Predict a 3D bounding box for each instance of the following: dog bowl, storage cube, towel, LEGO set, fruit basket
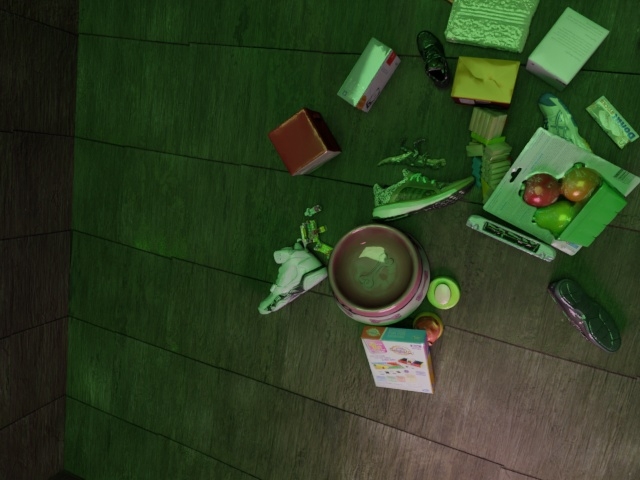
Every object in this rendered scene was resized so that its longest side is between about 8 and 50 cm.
[{"bbox_3d":[0.209,0.115,1.729,0.407,0.150,0.408,-4,74,15],"label":"dog bowl"},{"bbox_3d":[-0.061,-0.389,1.819,0.215,0.183,0.193,-31,87,21],"label":"storage cube"},{"bbox_3d":[0.589,-0.770,1.579,0.282,0.049,0.187,17,104,13],"label":"towel"},{"bbox_3d":[0.000,0.000,1.893,0.132,0.107,0.287,-32,86,22],"label":"LEGO set"},{"bbox_3d":[0.787,-0.156,1.510,0.353,0.165,0.327,31,122,10],"label":"fruit basket"}]

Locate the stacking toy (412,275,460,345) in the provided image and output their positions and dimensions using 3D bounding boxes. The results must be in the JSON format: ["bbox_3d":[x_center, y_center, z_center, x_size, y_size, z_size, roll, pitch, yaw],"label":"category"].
[{"bbox_3d":[0.379,0.236,1.769,0.309,0.130,0.280,37,109,12],"label":"stacking toy"}]

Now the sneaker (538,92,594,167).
[{"bbox_3d":[0.798,-0.351,1.532,0.131,0.112,0.296,-30,86,23],"label":"sneaker"}]

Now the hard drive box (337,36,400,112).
[{"bbox_3d":[0.184,-0.611,1.694,0.089,0.181,0.232,38,110,12],"label":"hard drive box"}]

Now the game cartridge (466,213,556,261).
[{"bbox_3d":[0.660,-0.018,1.586,0.297,0.198,0.062,26,107,16],"label":"game cartridge"}]

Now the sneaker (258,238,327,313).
[{"bbox_3d":[-0.156,0.156,1.965,0.365,0.137,0.210,-35,84,17],"label":"sneaker"}]

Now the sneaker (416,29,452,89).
[{"bbox_3d":[0.407,-0.662,1.630,0.087,0.130,0.228,-20,88,21],"label":"sneaker"}]

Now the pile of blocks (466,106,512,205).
[{"bbox_3d":[0.620,-0.300,1.627,0.112,0.149,0.362,-14,106,-20],"label":"pile of blocks"}]

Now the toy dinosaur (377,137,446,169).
[{"bbox_3d":[0.345,-0.333,1.739,0.268,0.064,0.118,7,107,23],"label":"toy dinosaur"}]

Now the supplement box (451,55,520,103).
[{"bbox_3d":[0.564,-0.533,1.550,0.191,0.194,0.129,14,102,19],"label":"supplement box"}]

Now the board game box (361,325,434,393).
[{"bbox_3d":[0.309,0.469,1.777,0.242,0.064,0.317,0,130,23],"label":"board game box"}]

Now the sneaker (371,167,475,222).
[{"bbox_3d":[0.368,-0.199,1.707,0.410,0.158,0.182,-16,82,21],"label":"sneaker"}]

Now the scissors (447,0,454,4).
[{"bbox_3d":[0.501,-0.857,1.621,0.297,0.021,0.109,44,110,11],"label":"scissors"}]

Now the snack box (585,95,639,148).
[{"bbox_3d":[0.969,-0.392,1.508,0.064,0.022,0.178,-39,83,20],"label":"snack box"}]

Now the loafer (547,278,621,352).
[{"bbox_3d":[0.926,0.260,1.597,0.109,0.095,0.302,-39,87,-9],"label":"loafer"}]

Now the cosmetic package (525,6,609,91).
[{"bbox_3d":[0.793,-0.613,1.473,0.151,0.151,0.184,40,109,12],"label":"cosmetic package"}]
